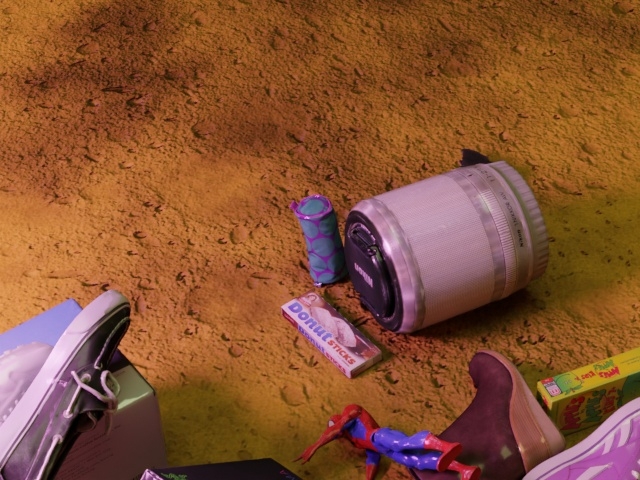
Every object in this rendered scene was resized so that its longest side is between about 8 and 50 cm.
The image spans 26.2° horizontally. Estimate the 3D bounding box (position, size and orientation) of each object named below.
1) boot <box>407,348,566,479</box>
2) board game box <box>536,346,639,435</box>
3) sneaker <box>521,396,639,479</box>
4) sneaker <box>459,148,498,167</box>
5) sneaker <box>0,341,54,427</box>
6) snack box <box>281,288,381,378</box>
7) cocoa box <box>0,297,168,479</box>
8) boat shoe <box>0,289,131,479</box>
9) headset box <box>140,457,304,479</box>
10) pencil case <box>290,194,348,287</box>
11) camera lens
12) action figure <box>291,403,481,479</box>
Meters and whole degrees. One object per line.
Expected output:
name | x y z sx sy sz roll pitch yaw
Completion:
boot | 0.209 0.265 1.973 0.207 0.090 0.248 -23 35 -9
board game box | 0.403 0.222 2.003 0.181 0.092 0.043 -17 46 -15
sneaker | 0.426 0.327 1.874 0.282 0.102 0.161 -33 38 -14
sneaker | 0.272 -0.100 2.396 0.089 0.051 0.170 8 39 12
sneaker | -0.419 0.218 1.732 0.235 0.090 0.095 -35 65 -23
snack box | 0.016 0.145 2.161 0.064 0.022 0.178 -30 49 -24
cocoa box | -0.415 0.288 1.875 0.347 0.231 0.228 -28 49 -24
boat shoe | -0.306 0.199 1.721 0.105 0.113 0.306 26 55 9
headset box | -0.085 0.392 1.713 0.246 0.131 0.283 31 13 32
pencil case | 0.000 0.000 2.224 0.070 0.151 0.064 8 43 24
camera lens | 0.189 0.011 2.152 0.274 0.219 0.219 -19 45 -17
action figure | 0.077 0.309 1.907 0.139 0.091 0.280 -47 31 -18
